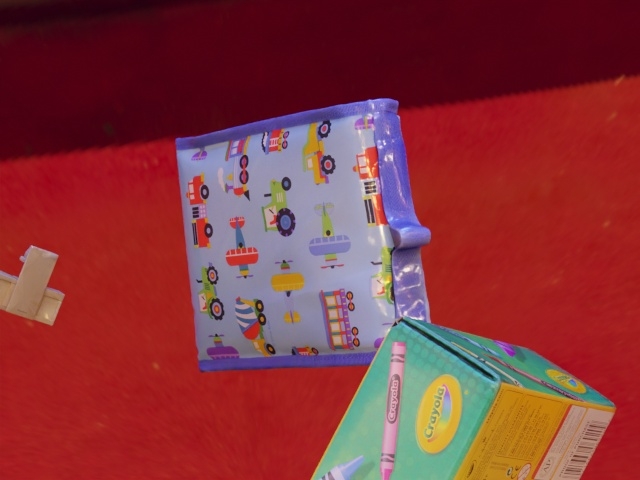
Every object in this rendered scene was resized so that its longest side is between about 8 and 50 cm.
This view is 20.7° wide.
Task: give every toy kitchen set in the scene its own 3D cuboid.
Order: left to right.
[{"bbox_3d":[-0.298,0.032,1.714,0.083,0.075,0.068,21,92,-30],"label":"toy kitchen set"}]

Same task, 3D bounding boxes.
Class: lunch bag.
[{"bbox_3d":[0.000,0.000,1.536,0.138,0.293,0.221,-6,90,-30],"label":"lunch bag"}]

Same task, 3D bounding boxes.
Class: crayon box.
[{"bbox_3d":[0.050,0.192,1.036,0.081,0.165,0.278,32,97,33],"label":"crayon box"}]
